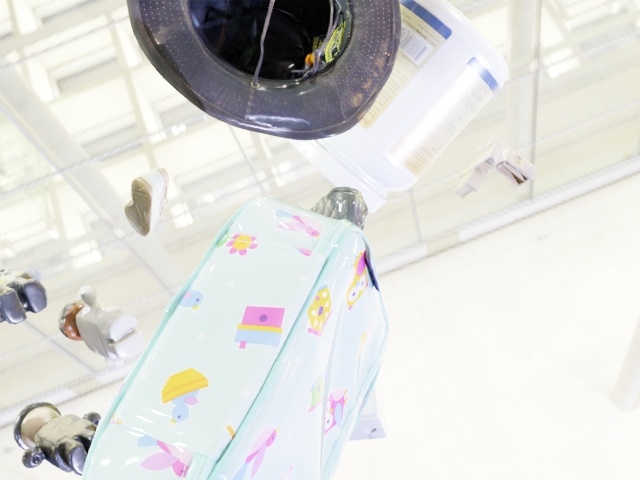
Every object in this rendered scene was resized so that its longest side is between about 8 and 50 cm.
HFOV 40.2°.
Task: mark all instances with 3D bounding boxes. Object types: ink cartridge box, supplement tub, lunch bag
[{"bbox_3d":[0.037,0.162,1.139,0.072,0.127,0.175,-8,-117,6],"label":"ink cartridge box"},{"bbox_3d":[0.117,-0.223,1.399,0.316,0.228,0.228,-48,-117,8],"label":"supplement tub"},{"bbox_3d":[-0.038,0.121,0.656,0.108,0.224,0.279,14,-122,26],"label":"lunch bag"}]

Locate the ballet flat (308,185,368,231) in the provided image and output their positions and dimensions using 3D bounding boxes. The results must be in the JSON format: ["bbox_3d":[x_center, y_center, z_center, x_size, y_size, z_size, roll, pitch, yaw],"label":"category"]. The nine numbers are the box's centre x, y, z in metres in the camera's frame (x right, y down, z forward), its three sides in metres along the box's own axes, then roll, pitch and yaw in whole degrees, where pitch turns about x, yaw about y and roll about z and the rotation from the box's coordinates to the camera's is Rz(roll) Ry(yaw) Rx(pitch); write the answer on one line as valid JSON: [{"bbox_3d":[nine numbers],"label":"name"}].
[{"bbox_3d":[0.000,0.000,0.861,0.057,0.173,0.049,14,-115,-11],"label":"ballet flat"}]

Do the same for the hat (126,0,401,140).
[{"bbox_3d":[-0.076,-0.259,1.036,0.331,0.134,0.331,3,-97,-24],"label":"hat"}]

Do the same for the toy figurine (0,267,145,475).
[{"bbox_3d":[-0.318,0.137,0.947,0.148,0.213,0.209,7,-102,47],"label":"toy figurine"}]

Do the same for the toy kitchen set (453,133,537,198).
[{"bbox_3d":[0.220,-0.080,1.055,0.075,0.068,0.083,36,-118,-7],"label":"toy kitchen set"}]

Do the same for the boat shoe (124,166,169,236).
[{"bbox_3d":[-0.217,-0.048,1.119,0.050,0.135,0.045,46,-120,4],"label":"boat shoe"}]
